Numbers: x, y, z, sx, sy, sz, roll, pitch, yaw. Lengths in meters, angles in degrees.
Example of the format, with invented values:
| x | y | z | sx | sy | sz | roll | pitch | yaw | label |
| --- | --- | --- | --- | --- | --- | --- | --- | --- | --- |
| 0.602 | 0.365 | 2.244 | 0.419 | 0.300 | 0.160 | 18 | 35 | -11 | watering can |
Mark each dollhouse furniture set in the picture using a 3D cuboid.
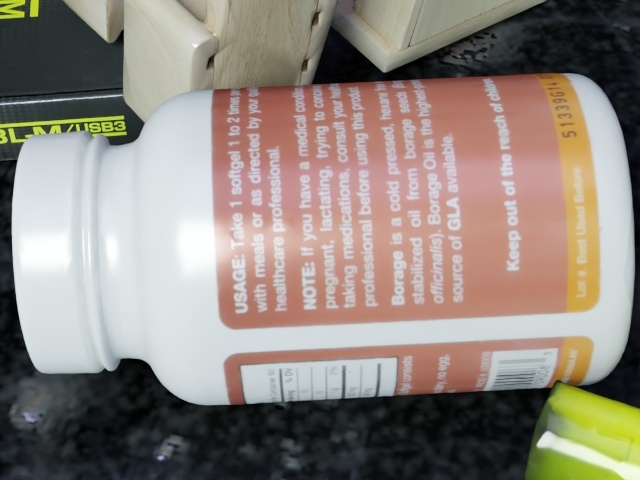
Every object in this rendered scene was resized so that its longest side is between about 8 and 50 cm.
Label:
| x | y | z | sx | sy | sz | roll | pitch | yaw | label |
| --- | --- | --- | --- | --- | --- | --- | --- | --- | --- |
| -0.033 | -0.246 | 0.611 | 0.286 | 0.198 | 0.303 | -28 | 60 | -33 | dollhouse furniture set |

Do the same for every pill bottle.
| x | y | z | sx | sy | sz | roll | pitch | yaw | label |
| --- | --- | --- | --- | --- | --- | --- | --- | --- | --- |
| 0.000 | 0.000 | 0.494 | 0.216 | 0.121 | 0.121 | -2 | 50 | -1 | pill bottle |

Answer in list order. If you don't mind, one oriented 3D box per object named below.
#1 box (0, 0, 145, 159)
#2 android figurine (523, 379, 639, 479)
| x | y | z | sx | sy | sz | roll | pitch | yaw | label |
| --- | --- | --- | --- | --- | --- | --- | --- | --- | --- |
| -0.159 | -0.119 | 0.649 | 0.184 | 0.045 | 0.190 | -5 | 50 | -2 | box |
| 0.187 | 0.119 | 0.387 | 0.273 | 0.056 | 0.248 | 17 | 25 | 17 | android figurine |
